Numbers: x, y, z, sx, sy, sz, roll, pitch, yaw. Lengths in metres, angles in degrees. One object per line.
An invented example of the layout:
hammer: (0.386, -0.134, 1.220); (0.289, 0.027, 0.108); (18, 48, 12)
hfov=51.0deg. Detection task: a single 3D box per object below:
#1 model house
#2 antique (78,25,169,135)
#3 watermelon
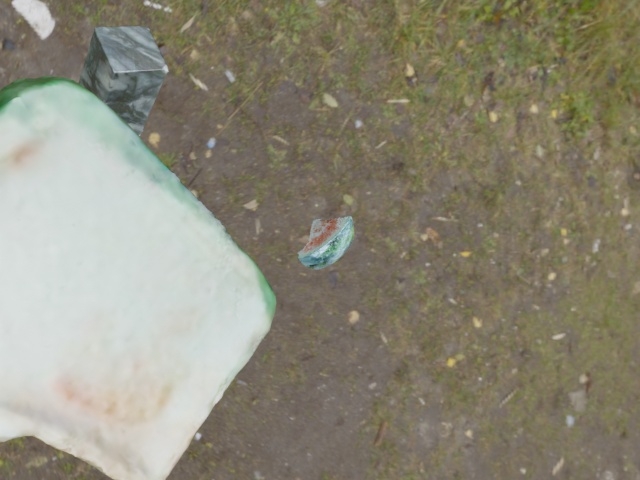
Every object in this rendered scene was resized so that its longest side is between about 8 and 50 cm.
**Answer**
model house: (-0.255, 0.033, 0.583); (0.312, 0.280, 0.245); (49, 65, -36)
antique: (-0.313, -0.234, 1.036); (0.088, 0.183, 0.086); (-14, 69, -37)
watermelon: (0.000, 0.000, 0.860); (0.085, 0.085, 0.061); (-20, 59, -28)
